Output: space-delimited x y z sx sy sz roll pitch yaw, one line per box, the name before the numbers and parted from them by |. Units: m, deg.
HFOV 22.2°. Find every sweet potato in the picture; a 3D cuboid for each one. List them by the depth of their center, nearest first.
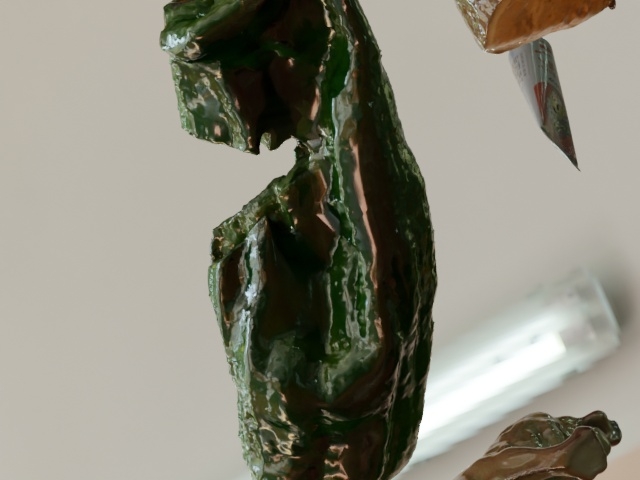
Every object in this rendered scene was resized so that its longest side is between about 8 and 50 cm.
sweet potato | 0.116 -0.310 1.281 0.131 0.337 0.131 -20 -21 -8

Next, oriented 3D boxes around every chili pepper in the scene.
chili pepper | -0.002 0.000 0.683 0.099 0.083 0.253 -9 -68 2

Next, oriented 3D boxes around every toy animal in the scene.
toy animal | 0.106 0.211 1.203 0.312 0.097 0.157 -27 6 -15

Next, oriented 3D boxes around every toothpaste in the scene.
toothpaste | 0.276 -0.187 2.044 0.057 0.234 0.089 -31 -48 23
